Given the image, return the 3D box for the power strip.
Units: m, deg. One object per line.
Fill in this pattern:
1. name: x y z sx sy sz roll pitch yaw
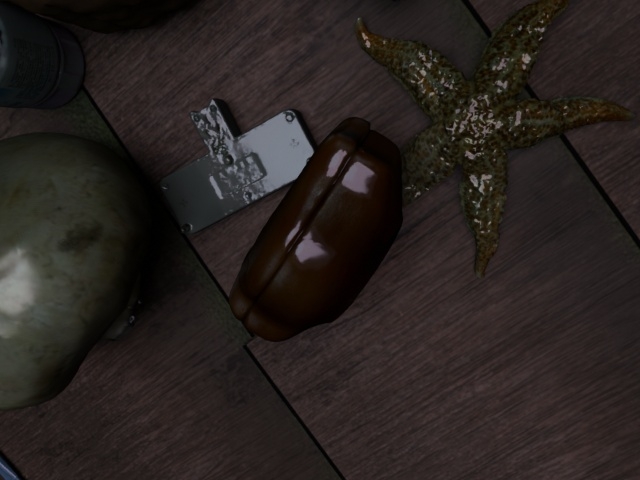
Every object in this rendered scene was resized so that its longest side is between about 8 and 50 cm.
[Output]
1. power strip: -0.121 -0.113 0.735 0.216 0.061 0.145 -27 94 14

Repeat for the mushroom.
1. mushroom: -0.353 0.032 0.700 0.352 0.260 0.352 -20 59 37

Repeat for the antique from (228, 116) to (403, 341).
1. antique: 0.000 0.000 0.643 0.129 0.223 0.278 34 115 -1

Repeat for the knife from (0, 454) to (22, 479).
1. knife: -0.506 0.409 0.925 0.313 0.019 0.044 45 112 1

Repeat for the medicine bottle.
1. medicine bottle: -0.407 -0.239 0.718 0.135 0.168 0.135 2 101 12

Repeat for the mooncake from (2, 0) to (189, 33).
1. mooncake: -0.265 -0.413 0.653 0.324 0.187 0.323 2 99 14

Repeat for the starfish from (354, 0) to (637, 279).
1. starfish: 0.198 -0.127 0.666 0.347 0.078 0.357 -13 96 11
